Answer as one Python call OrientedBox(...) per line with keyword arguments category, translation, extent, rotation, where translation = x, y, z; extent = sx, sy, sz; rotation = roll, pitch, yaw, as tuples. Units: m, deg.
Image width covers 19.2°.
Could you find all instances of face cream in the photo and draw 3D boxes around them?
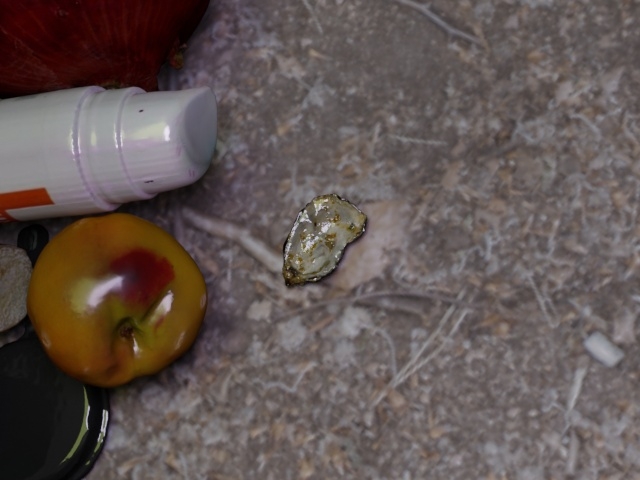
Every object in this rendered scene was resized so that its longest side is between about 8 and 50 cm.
OrientedBox(category="face cream", translation=(-0.247, -0.062, 1.493), extent=(0.345, 0.102, 0.102), rotation=(-6, 71, 22))

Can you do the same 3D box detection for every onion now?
OrientedBox(category="onion", translation=(-0.197, -0.194, 1.509), extent=(0.248, 0.248, 0.161), rotation=(-24, 53, 10))

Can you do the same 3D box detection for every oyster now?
OrientedBox(category="oyster", translation=(-0.002, 0.003, 1.495), extent=(0.054, 0.019, 0.083), rotation=(35, 84, 24))

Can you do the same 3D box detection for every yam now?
OrientedBox(category="yam", translation=(-0.301, 0.034, 1.541), extent=(0.127, 0.084, 0.084), rotation=(9, 75, 41))

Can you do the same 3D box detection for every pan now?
OrientedBox(category="pan", translation=(-0.238, 0.095, 1.540), extent=(0.136, 0.028, 0.235), rotation=(-12, 69, 18))

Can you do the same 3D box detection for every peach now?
OrientedBox(category="peach", translation=(-0.161, 0.042, 1.476), extent=(0.138, 0.138, 0.138), rotation=(-6, 70, 17))
